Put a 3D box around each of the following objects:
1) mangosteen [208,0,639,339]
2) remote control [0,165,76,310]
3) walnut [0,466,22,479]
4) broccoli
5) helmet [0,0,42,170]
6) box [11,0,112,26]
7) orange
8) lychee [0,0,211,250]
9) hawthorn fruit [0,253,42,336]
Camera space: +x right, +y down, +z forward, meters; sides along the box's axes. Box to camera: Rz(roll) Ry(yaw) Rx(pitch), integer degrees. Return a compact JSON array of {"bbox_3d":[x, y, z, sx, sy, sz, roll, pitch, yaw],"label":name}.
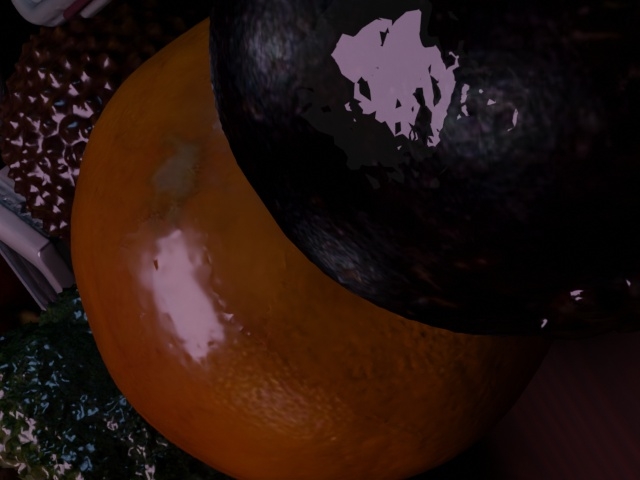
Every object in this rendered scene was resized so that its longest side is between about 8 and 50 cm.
[{"bbox_3d":[0.089,-0.101,0.770,0.288,0.288,0.288,37,139,41],"label":"mangosteen"},{"bbox_3d":[-0.152,0.068,1.380,0.103,0.055,0.277,32,159,45],"label":"remote control"},{"bbox_3d":[-0.319,0.217,1.830,0.096,0.083,0.079,122,147,-57],"label":"walnut"},{"bbox_3d":[-0.087,0.164,1.181,0.321,0.304,0.283,38,107,27],"label":"broccoli"},{"bbox_3d":[-0.255,-0.181,1.339,0.225,0.177,0.305,23,166,32],"label":"helmet"},{"bbox_3d":[-0.123,-0.287,1.075,0.193,0.167,0.294,-23,90,59],"label":"box"},{"bbox_3d":[0.000,0.000,0.988,0.261,0.261,0.261,37,139,41],"label":"orange"},{"bbox_3d":[-0.109,-0.067,1.190,0.188,0.188,0.188,37,139,41],"label":"lychee"},{"bbox_3d":[-0.289,0.056,1.584,0.200,0.179,0.179,-4,107,41],"label":"hawthorn fruit"}]
